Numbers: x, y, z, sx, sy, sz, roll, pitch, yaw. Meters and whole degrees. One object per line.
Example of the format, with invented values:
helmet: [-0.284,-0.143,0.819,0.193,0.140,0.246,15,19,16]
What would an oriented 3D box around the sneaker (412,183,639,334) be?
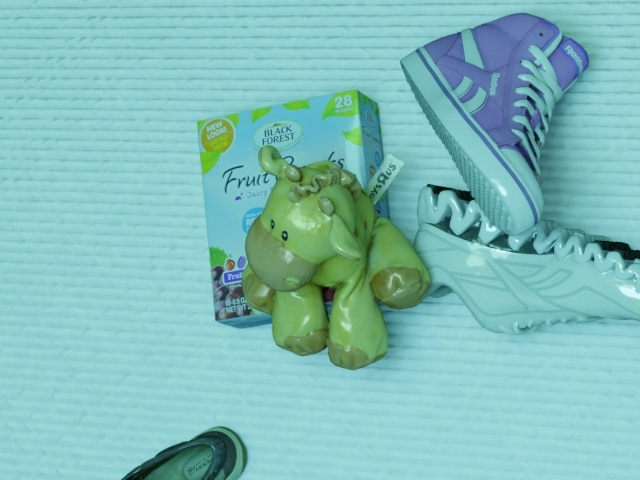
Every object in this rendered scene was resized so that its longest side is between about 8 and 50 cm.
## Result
sneaker: [0.211,0.039,1.841,0.292,0.110,0.118,20,95,31]

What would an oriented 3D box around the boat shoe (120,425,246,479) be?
boat shoe: [-0.174,0.259,1.957,0.223,0.073,0.080,-39,69,10]

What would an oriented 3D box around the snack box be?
snack box: [-0.024,-0.029,1.954,0.174,0.070,0.207,-11,76,19]

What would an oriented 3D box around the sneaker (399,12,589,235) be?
sneaker: [0.183,-0.125,1.823,0.161,0.102,0.282,-24,40,1]

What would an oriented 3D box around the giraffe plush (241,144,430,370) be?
giraffe plush: [0.000,0.000,1.810,0.181,0.170,0.210,17,86,21]
